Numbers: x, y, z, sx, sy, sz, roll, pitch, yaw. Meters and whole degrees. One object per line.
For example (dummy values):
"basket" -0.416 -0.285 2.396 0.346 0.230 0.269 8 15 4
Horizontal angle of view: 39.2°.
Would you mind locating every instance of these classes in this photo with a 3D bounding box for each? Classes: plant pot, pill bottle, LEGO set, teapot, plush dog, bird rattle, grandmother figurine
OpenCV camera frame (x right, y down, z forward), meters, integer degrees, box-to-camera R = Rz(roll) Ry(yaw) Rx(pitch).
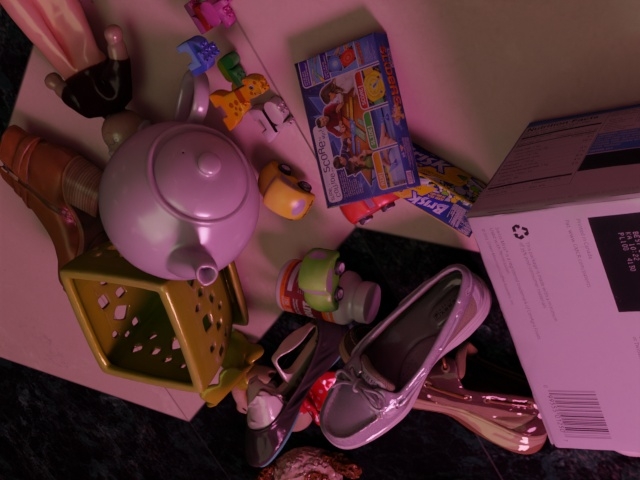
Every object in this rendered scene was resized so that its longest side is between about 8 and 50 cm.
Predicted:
"plant pot" -0.258 0.093 1.506 0.228 0.207 0.227 7 126 30
"pill bottle" 0.012 0.083 1.404 0.152 0.086 0.086 11 129 27
"LEGO set" -0.110 -0.232 1.240 0.093 0.087 0.227 -16 115 40
"teapot" -0.187 -0.080 1.286 0.256 0.252 0.187 46 145 -1
"plush dog" -0.005 0.495 1.705 0.262 0.210 0.225 -17 100 11
"bird rattle" -0.077 0.271 1.620 0.253 0.143 0.207 12 142 9
"grandmother figurine" -0.362 -0.260 1.379 0.208 0.104 0.342 -12 115 54

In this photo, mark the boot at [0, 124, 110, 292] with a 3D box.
"boot" -0.490 -0.054 1.612 0.220 0.109 0.283 29 133 10

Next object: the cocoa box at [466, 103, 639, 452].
"cocoa box" 0.358 0.042 1.040 0.231 0.228 0.347 -6 119 37

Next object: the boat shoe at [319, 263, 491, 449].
"boat shoe" 0.108 0.161 1.269 0.320 0.103 0.118 -45 60 7

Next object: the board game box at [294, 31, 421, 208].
"board game box" 0.046 -0.153 1.175 0.136 0.035 0.201 -12 90 39

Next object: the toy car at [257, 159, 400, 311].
"toy car" 0.000 0.000 1.314 0.239 0.053 0.225 7 102 30

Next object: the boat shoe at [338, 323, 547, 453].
"boat shoe" 0.197 0.194 1.356 0.342 0.123 0.123 26 123 12

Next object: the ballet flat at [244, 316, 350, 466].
"ballet flat" -0.060 0.229 1.455 0.096 0.280 0.095 38 172 -33

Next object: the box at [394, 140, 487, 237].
"box" 0.147 -0.077 1.208 0.169 0.059 0.054 32 133 9

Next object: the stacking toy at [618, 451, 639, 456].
"stacking toy" 0.540 0.270 1.082 0.480 0.350 0.351 24 135 36
